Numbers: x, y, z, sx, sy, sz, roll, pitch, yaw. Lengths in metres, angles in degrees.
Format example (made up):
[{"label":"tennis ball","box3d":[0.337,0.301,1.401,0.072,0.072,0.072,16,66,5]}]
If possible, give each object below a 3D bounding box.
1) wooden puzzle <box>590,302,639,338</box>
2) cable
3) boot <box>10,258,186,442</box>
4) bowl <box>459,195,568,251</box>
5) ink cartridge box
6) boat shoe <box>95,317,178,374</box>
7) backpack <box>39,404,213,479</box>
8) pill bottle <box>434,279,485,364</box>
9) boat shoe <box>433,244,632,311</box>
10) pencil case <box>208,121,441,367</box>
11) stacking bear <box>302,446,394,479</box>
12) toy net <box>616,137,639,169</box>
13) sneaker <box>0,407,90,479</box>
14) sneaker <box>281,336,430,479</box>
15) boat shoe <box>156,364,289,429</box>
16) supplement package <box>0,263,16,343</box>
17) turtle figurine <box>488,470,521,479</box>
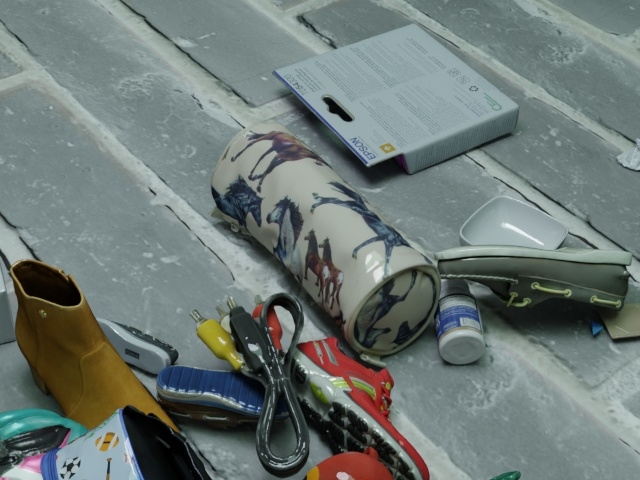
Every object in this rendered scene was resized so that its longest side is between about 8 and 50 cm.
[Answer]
[{"label":"wooden puzzle","box3d":[0.452,0.120,1.566,0.116,0.014,0.079,0,38,-4]},{"label":"cable","box3d":[-0.061,0.175,1.360,0.139,0.072,0.287,-15,55,-19]},{"label":"boot","box3d":[-0.288,0.160,1.330,0.295,0.211,0.104,31,50,27]},{"label":"bowl","box3d":[0.298,0.003,1.656,0.142,0.053,0.142,31,49,26]},{"label":"ink cartridge box","box3d":[0.131,-0.253,1.918,0.330,0.071,0.324,-23,49,-22]},{"label":"boat shoe","box3d":[-0.263,0.145,1.477,0.142,0.049,0.040,24,27,20]},{"label":"backpack","box3d":[-0.187,0.318,1.118,0.213,0.276,0.263,-23,63,-2]},{"label":"pill bottle","box3d":[0.197,0.113,1.517,0.067,0.067,0.120,1,42,-3]},{"label":"boat shoe","box3d":[0.308,0.054,1.521,0.305,0.091,0.109,2,1,-16]},{"label":"pencil case","box3d":[0.000,0.000,1.567,0.160,0.184,0.410,3,33,-46]},{"label":"stacking bear","box3d":[0.043,0.337,1.164,0.164,0.175,0.289,18,18,-11]},{"label":"toy net","box3d":[0.635,-0.174,1.876,0.232,0.045,0.122,-5,43,-8]},{"label":"sneaker","box3d":[-0.379,0.297,1.236,0.178,0.124,0.295,36,44,25]},{"label":"sneaker","box3d":[0.059,0.214,1.374,0.118,0.107,0.279,-21,47,-31]},{"label":"boat shoe","box3d":[-0.124,0.211,1.390,0.183,0.066,0.066,13,41,2]},{"label":"supplement package","box3d":[-0.506,0.058,1.508,0.105,0.105,0.179,-13,44,-16]},{"label":"turtle figurine","box3d":[0.220,0.383,1.158,0.175,0.118,0.234,-24,80,-29]}]
